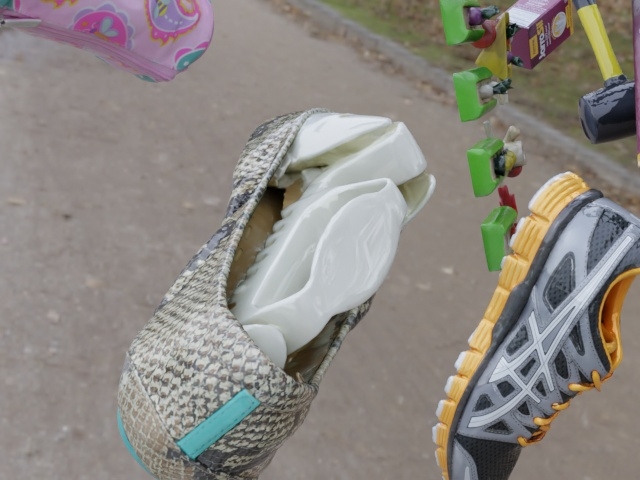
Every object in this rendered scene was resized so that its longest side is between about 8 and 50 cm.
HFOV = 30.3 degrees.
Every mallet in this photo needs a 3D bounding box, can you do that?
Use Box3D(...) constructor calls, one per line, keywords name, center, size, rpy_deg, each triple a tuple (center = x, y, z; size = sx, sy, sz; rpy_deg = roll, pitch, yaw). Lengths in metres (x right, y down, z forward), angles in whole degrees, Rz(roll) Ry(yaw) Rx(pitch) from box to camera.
Box3D(name="mallet", center=(0.184, -0.156, 0.843), size=(0.062, 0.190, 0.039), rpy_deg=(-23, -14, -4))

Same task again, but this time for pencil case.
Box3D(name="pencil case", center=(-0.225, -0.223, 1.066), size=(0.124, 0.124, 0.284), rpy_deg=(25, 8, 33))

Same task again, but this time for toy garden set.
Box3D(name="toy garden set", center=(0.174, -0.112, 1.120), size=(0.049, 0.244, 0.204), rpy_deg=(-9, 8, 17))

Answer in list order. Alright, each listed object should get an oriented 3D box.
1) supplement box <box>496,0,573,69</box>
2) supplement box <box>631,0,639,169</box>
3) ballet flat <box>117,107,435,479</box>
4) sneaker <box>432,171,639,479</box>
Box3D(name="supplement box", center=(0.231, -0.231, 1.269), size=(0.043, 0.055, 0.083), rpy_deg=(25, 54, 37))
Box3D(name="supplement box", center=(0.264, -0.111, 0.752), size=(0.080, 0.104, 0.188), rpy_deg=(36, 41, -22))
Box3D(name="ballet flat", center=(0.000, 0.000, 0.911), size=(0.164, 0.182, 0.483), rpy_deg=(45, 31, -12))
Box3D(name="sneaker", center=(0.133, 0.071, 0.699), size=(0.083, 0.215, 0.084), rpy_deg=(27, 21, 22))
